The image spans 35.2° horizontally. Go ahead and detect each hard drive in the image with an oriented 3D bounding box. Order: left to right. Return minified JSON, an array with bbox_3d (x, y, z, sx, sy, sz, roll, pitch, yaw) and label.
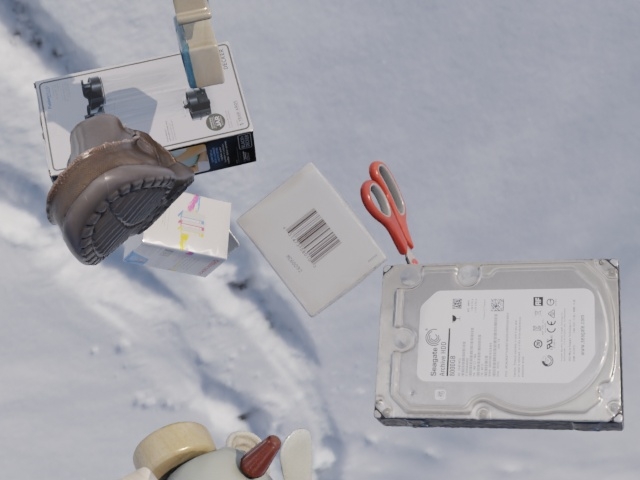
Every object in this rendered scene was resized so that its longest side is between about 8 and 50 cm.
[{"bbox_3d":[0.249,0.145,1.423,0.339,0.236,0.064,-2,157,19],"label":"hard drive"}]

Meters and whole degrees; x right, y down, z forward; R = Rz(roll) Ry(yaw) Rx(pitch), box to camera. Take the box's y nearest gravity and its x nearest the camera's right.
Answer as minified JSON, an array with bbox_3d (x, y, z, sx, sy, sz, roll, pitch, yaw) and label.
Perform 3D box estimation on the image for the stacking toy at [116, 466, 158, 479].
[{"bbox_3d":[-0.234,0.221,0.525,0.280,0.309,0.130,-13,135,9],"label":"stacking toy"}]

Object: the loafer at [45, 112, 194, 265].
[{"bbox_3d":[-0.240,-0.067,1.117,0.134,0.130,0.366,-47,-177,2],"label":"loafer"}]

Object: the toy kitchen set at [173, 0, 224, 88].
[{"bbox_3d":[-0.217,-0.286,1.189,0.166,0.122,0.207,-12,124,-6],"label":"toy kitchen set"}]

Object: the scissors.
[{"bbox_3d":[0.141,0.017,1.564,0.021,0.109,0.297,-22,105,29],"label":"scissors"}]

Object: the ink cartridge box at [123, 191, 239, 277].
[{"bbox_3d":[-0.194,-0.010,1.436,0.143,0.089,0.092,13,156,-25],"label":"ink cartridge box"}]

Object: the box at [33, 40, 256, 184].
[{"bbox_3d":[-0.252,-0.172,1.460,0.290,0.169,0.087,-14,154,-7],"label":"box"}]

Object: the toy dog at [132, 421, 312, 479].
[{"bbox_3d":[-0.042,0.267,1.039,0.161,0.220,0.334,-37,162,17],"label":"toy dog"}]

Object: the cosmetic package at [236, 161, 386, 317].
[{"bbox_3d":[0.000,0.000,1.676,0.155,0.197,0.365,-39,176,2],"label":"cosmetic package"}]
